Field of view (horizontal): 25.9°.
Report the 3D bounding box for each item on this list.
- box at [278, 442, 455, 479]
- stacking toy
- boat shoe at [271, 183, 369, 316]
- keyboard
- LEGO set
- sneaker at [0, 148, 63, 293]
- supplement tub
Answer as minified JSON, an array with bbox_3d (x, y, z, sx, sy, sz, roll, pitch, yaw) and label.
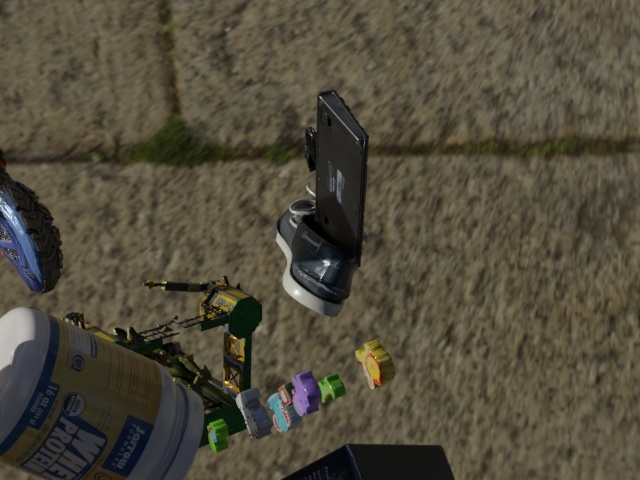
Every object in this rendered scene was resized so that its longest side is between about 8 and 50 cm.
[{"bbox_3d":[0.020,0.288,1.388,0.207,0.153,0.108,-33,62,32],"label":"box"},{"bbox_3d":[-0.027,0.184,1.553,0.167,0.221,0.052,-19,78,-23],"label":"stacking toy"},{"bbox_3d":[0.000,0.000,1.510,0.095,0.254,0.079,30,104,-8],"label":"boat shoe"},{"bbox_3d":[0.016,-0.065,1.335,0.108,0.023,0.180,51,154,33],"label":"keyboard"},{"bbox_3d":[-0.247,0.171,1.904,0.192,0.331,0.255,22,127,43],"label":"LEGO set"},{"bbox_3d":[-0.354,-0.033,1.491,0.087,0.083,0.221,-36,84,12],"label":"sneaker"},{"bbox_3d":[-0.226,0.162,1.319,0.199,0.144,0.144,27,113,-27],"label":"supplement tub"}]
